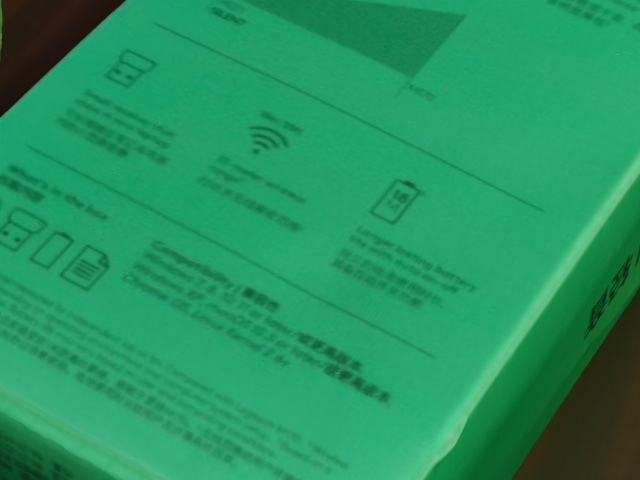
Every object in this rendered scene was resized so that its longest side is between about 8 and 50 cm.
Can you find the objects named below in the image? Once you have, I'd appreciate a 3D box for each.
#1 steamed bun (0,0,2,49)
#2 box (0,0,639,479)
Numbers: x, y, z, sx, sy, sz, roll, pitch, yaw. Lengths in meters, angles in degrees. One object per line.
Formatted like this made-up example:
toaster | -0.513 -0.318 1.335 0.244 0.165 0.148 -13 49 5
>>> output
steamed bun | -0.253 -0.059 0.677 0.283 0.177 0.283 3 30 -2
box | 0.000 0.000 0.689 0.205 0.118 0.311 27 53 16
